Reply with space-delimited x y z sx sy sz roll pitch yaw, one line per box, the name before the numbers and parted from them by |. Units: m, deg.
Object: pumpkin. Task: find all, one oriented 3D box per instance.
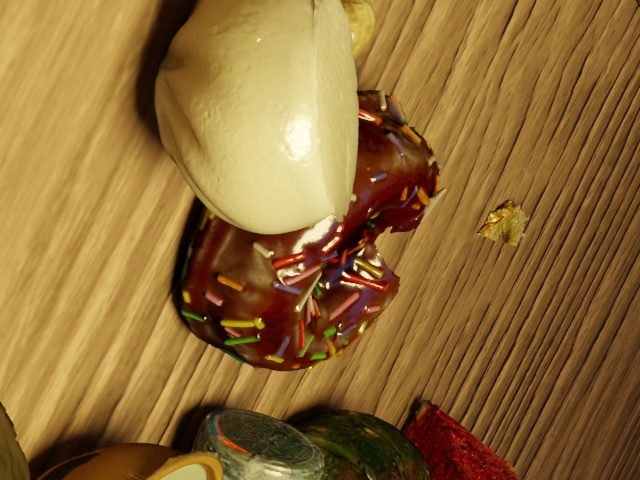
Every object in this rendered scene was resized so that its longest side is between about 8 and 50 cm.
pumpkin | 0.008 0.266 1.607 0.238 0.159 0.238 -40 147 -33

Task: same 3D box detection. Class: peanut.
peanut | -0.004 -0.132 1.290 0.113 0.054 0.054 -51 154 -16

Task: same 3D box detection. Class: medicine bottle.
medicine bottle | -0.092 0.281 1.449 0.141 0.141 0.293 -10 126 -60

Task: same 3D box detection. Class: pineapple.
pineapple | 0.184 -0.017 1.821 0.045 0.019 0.083 -60 153 5

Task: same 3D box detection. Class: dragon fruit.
dragon fruit | 0.121 0.288 1.775 0.161 0.126 0.274 -48 -158 13

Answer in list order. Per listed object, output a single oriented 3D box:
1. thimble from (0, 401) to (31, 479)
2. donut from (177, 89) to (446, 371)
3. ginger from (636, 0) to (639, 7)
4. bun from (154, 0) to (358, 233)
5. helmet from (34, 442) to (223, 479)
thimble | -0.260 0.172 0.849 0.271 0.270 0.150 -41 151 -38
donut | -0.001 0.001 1.351 0.230 0.096 0.216 -58 156 19
ginger | 0.363 -0.368 1.631 0.274 0.152 0.358 -14 126 -59
bun | -0.045 -0.089 1.163 0.173 0.119 0.173 -1 90 -81
helmet | -0.163 0.233 1.274 0.198 0.130 0.224 2 105 -68
